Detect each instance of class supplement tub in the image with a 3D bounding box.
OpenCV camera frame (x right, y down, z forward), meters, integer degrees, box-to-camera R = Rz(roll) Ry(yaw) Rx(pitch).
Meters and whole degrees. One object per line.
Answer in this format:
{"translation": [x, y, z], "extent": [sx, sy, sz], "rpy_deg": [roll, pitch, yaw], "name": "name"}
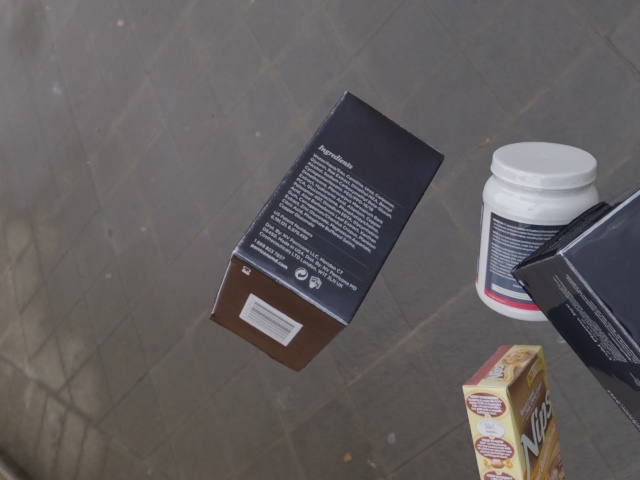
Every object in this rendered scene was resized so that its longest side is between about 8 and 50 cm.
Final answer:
{"translation": [0.374, -0.016, 1.244], "extent": [0.191, 0.191, 0.272], "rpy_deg": [27, 128, 43], "name": "supplement tub"}

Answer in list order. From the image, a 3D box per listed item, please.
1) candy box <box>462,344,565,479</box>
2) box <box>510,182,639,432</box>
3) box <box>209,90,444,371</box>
{"translation": [0.354, 0.367, 1.278], "extent": [0.087, 0.183, 0.317], "rpy_deg": [-4, 104, 37], "name": "candy box"}
{"translation": [0.455, 0.110, 0.959], "extent": [0.179, 0.312, 0.343], "rpy_deg": [-37, 83, -1], "name": "box"}
{"translation": [0.000, 0.000, 0.554], "extent": [0.158, 0.093, 0.156], "rpy_deg": [-58, 1, -26], "name": "box"}
